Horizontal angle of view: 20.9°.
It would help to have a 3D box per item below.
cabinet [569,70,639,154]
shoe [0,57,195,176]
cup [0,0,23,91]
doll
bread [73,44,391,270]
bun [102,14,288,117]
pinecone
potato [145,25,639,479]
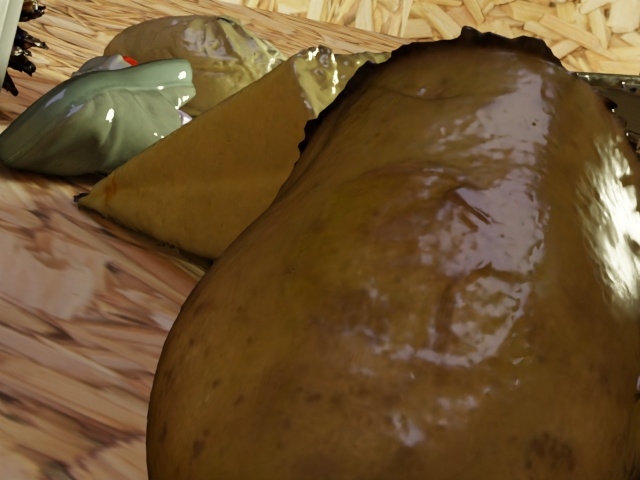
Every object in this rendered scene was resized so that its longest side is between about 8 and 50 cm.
[{"bbox_3d":[0.216,0.043,0.994,0.290,0.227,0.318,23,16,32],"label":"cabinet"},{"bbox_3d":[-0.173,-0.089,1.448,0.100,0.103,0.251,59,31,-2],"label":"shoe"},{"bbox_3d":[-0.378,-0.262,1.376,0.323,0.327,0.237,17,11,15],"label":"cup"},{"bbox_3d":[-0.186,-0.134,1.648,0.102,0.075,0.227,17,0,14],"label":"doll"},{"bbox_3d":[0.000,0.000,1.313,0.346,0.242,0.405,-7,-15,-45],"label":"bread"},{"bbox_3d":[-0.111,-0.180,1.828,0.237,0.116,0.210,13,3,-7],"label":"bun"},{"bbox_3d":[-0.321,-0.184,1.597,0.140,0.121,0.140,11,10,-2],"label":"pinecone"},{"bbox_3d":[0.038,0.066,0.720,0.229,0.229,0.266,18,44,13],"label":"potato"}]
